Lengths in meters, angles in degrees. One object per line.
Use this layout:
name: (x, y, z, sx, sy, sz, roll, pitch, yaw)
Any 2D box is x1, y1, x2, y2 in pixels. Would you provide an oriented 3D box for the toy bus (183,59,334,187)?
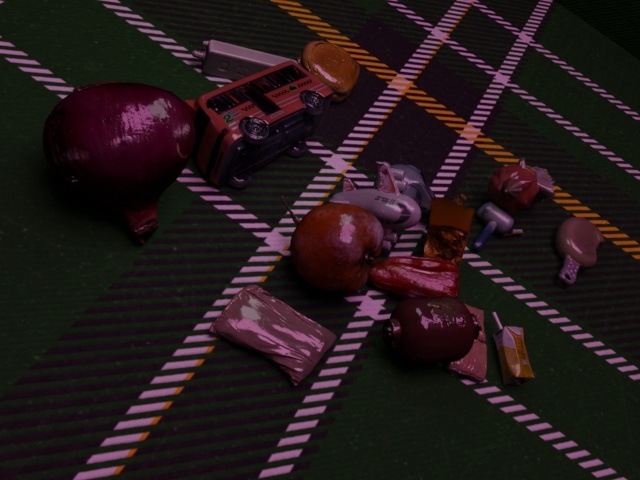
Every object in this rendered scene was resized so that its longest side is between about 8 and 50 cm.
toy bus: (-0.173, -0.333, 1.944, 0.233, 0.203, 0.427, 44, 47, 14)

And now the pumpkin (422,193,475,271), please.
pumpkin: (0.360, -0.038, 1.984, 0.131, 0.248, 0.126, 18, 39, 12)

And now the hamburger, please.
hamburger: (0.020, -0.544, 2.265, 0.213, 0.108, 0.214, 17, 51, -22)

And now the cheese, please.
cheese: (0.818, 0.042, 2.261, 0.163, 0.082, 0.286, 34, 50, 0)

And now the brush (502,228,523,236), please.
brush: (0.607, -0.024, 2.236, 0.083, 0.019, 0.021, -7, 77, -29)

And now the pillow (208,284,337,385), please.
pillow: (-0.107, 0.219, 1.656, 0.270, 0.067, 0.173, 33, 53, -1)

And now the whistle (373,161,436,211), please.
whistle: (0.247, -0.124, 2.061, 0.290, 0.163, 0.163, 50, 39, -34)

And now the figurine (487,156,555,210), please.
figurine: (0.622, -0.181, 2.226, 0.207, 0.166, 0.387, 18, 15, 32)

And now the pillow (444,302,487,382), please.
pillow: (0.393, 0.264, 1.901, 0.126, 0.043, 0.232, 24, 46, -16)

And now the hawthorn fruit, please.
hawthorn fruit: (0.032, 0.024, 1.789, 0.231, 0.263, 0.235, 44, 50, -38)

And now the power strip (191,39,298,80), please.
power strip: (-0.220, -0.527, 2.128, 0.338, 0.098, 0.058, 9, 56, -21)

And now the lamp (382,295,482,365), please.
lamp: (0.272, 0.223, 1.778, 0.258, 0.180, 0.180, -1, 57, -18)

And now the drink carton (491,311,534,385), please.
drink carton: (0.517, 0.289, 1.918, 0.074, 0.084, 0.200, 7, 58, -19)

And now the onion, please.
onion: (-0.449, -0.180, 1.645, 0.348, 0.348, 0.385, -21, 103, -37)

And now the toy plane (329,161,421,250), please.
toy plane: (0.151, -0.091, 1.934, 0.252, 0.252, 0.118, 42, 17, 7)

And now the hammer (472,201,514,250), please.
hammer: (0.513, -0.033, 2.167, 0.116, 0.069, 0.194, 39, 53, 5)

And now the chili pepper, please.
chili pepper: (0.247, 0.096, 1.911, 0.252, 0.136, 0.144, 17, 78, -6)
